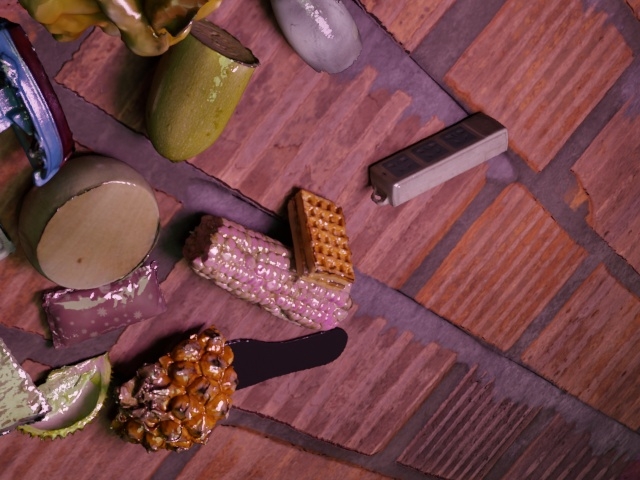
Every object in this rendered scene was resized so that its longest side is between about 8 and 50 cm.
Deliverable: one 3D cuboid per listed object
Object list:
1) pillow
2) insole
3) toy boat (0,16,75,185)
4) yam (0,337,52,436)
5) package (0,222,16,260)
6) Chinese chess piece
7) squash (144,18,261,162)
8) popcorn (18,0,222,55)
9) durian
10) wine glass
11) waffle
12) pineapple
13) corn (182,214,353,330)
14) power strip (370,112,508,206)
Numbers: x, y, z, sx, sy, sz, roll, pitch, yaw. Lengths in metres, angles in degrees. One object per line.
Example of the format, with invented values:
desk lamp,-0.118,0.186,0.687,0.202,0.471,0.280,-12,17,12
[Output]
pillow,-0.311,0.097,1.398,0.185,0.043,0.118,-22,135,-24
insole,-0.094,0.210,1.688,0.348,0.009,0.119,-8,128,-34
toy boat,-0.362,-0.154,1.115,0.097,0.100,0.223,-37,136,-24
yam,-0.519,0.200,1.199,0.271,0.201,0.202,-33,113,-24
package,-0.490,0.001,1.190,0.171,0.027,0.173,-33,141,-14
Chinese chess piece,-0.310,-0.024,1.279,0.188,0.083,0.188,-24,137,-25
squash,-0.166,-0.187,1.240,0.123,0.123,0.187,6,122,-42
popcorn,-0.211,-0.364,0.973,0.325,0.290,0.321,38,63,-11
durian,-0.405,0.247,1.437,0.215,0.086,0.100,-26,101,-25
wine glass,0.025,-0.336,1.184,0.309,0.264,0.096,46,53,-48
waffle,0.000,0.000,1.501,0.042,0.148,0.102,-30,148,34
pineapple,-0.231,0.254,1.483,0.250,0.140,0.164,-45,160,0
corn,-0.080,0.057,1.499,0.335,0.126,0.127,24,105,-45
power strip,0.199,-0.138,1.597,0.272,0.078,0.052,-26,133,-20
